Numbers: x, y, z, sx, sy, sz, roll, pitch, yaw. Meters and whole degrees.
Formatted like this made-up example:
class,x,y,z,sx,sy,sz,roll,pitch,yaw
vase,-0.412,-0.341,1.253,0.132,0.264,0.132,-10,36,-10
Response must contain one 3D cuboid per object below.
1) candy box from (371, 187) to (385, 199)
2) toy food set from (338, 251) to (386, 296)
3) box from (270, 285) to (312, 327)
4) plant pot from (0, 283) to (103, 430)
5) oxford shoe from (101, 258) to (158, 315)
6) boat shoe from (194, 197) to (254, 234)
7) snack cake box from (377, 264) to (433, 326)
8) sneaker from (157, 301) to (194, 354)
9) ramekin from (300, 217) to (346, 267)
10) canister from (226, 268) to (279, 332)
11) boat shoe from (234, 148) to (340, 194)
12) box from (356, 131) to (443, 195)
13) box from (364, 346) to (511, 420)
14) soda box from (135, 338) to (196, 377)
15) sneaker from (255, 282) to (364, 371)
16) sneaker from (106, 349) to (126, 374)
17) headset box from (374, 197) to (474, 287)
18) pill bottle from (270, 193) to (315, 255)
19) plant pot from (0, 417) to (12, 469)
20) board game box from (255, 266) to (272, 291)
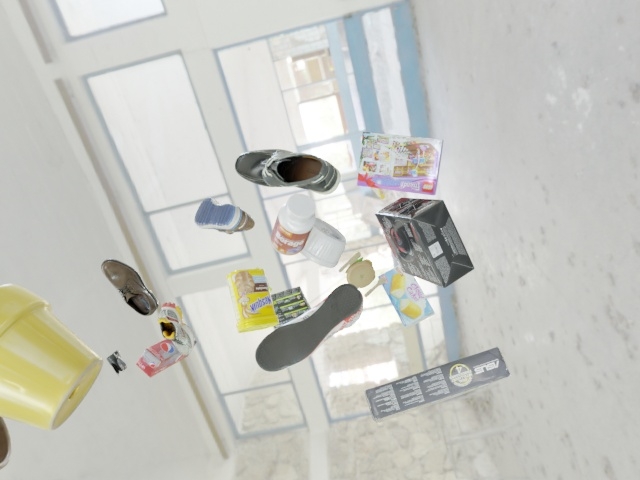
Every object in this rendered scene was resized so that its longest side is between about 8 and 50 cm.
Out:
class,x,y,z,sx,sy,sz,roll,pitch,yaw
candy box,0.251,-0.275,2.371,0.105,0.027,0.206,50,177,27
toy food set,0.165,0.135,2.065,0.192,0.132,0.038,46,-174,-26
box,-0.147,0.296,2.231,0.045,0.190,0.184,-100,-11,-50
plant pot,-0.591,0.252,1.021,0.254,0.239,0.254,-59,2,4
oxford shoe,-0.606,0.148,1.610,0.227,0.083,0.096,47,-179,-12
boat shoe,-0.199,-0.041,1.039,0.066,0.183,0.066,27,-96,-36
snack cake box,0.392,0.249,2.322,0.264,0.152,0.089,63,-172,24
sneaker,-0.524,0.330,1.809,0.093,0.088,0.225,-76,-26,-52
ramekin,0.000,0.000,1.918,0.109,0.207,0.207,-58,10,16
canister,-0.199,0.172,1.472,0.126,0.073,0.170,-1,-113,-44
boat shoe,-0.077,-0.146,1.006,0.079,0.233,0.084,16,-93,-64
box,0.288,-0.282,1.855,0.057,0.293,0.201,-25,-57,-70
box,0.333,0.437,1.513,0.318,0.395,0.097,72,179,-66
soda box,-0.621,0.457,2.065,0.083,0.092,0.263,39,-164,11
sneaker,-0.013,0.203,1.137,0.090,0.270,0.145,52,178,17
sneaker,-0.847,0.511,2.116,0.089,0.051,0.170,51,165,-5
headset box,0.284,-0.005,1.466,0.218,0.110,0.293,62,169,-12
pill bottle,-0.086,-0.052,1.643,0.216,0.121,0.121,115,150,-54
plant pot,-0.909,0.490,1.183,0.263,0.229,0.263,51,165,19
board game box,-0.253,0.180,2.009,0.043,0.092,0.181,44,-179,-23
